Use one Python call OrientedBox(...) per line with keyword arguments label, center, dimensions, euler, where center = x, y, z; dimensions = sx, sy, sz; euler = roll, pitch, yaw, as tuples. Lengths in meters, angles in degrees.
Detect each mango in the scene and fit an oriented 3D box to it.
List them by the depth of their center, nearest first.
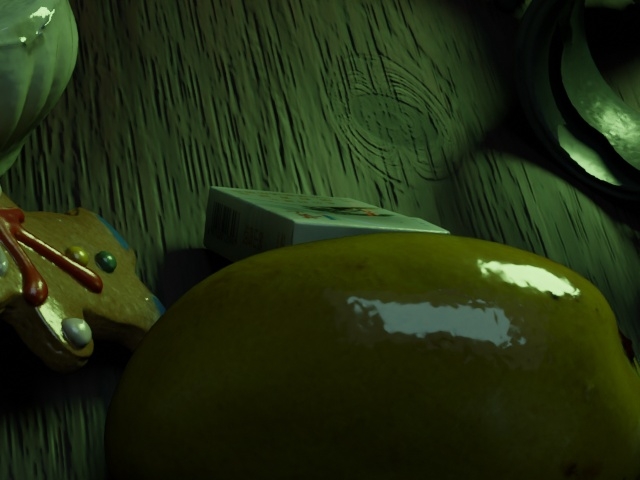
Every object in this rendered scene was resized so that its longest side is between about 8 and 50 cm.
OrientedBox(label="mango", center=(0.049, 0.140, 1.473), dimensions=(0.445, 0.300, 0.232), euler=(0, 26, -7))

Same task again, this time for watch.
OrientedBox(label="watch", center=(0.394, -0.198, 1.933), dimensions=(0.327, 0.335, 0.314), euler=(42, 44, 3))

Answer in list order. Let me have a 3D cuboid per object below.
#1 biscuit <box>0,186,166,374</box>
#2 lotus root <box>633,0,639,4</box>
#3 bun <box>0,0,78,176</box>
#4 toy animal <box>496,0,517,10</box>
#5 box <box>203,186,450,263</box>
OrientedBox(label="biscuit", center=(-0.235, 0.024, 1.516), dimensions=(0.324, 0.049, 0.205), euler=(14, 36, -55))
OrientedBox(label="lotus root", center=(0.393, -0.354, 2.136), dimensions=(0.322, 0.140, 0.158), euler=(26, 31, -60))
OrientedBox(label="bun", center=(-0.334, -0.127, 1.648), dimensions=(0.263, 0.175, 0.263), euler=(-11, 24, 5))
OrientedBox(label="toy animal", center=(0.186, -0.381, 2.150), dimensions=(0.245, 0.146, 0.115), euler=(21, 43, -4))
OrientedBox(label="box", center=(0.000, 0.000, 1.648), dimensions=(0.149, 0.067, 0.233), euler=(1, 8, -22))
